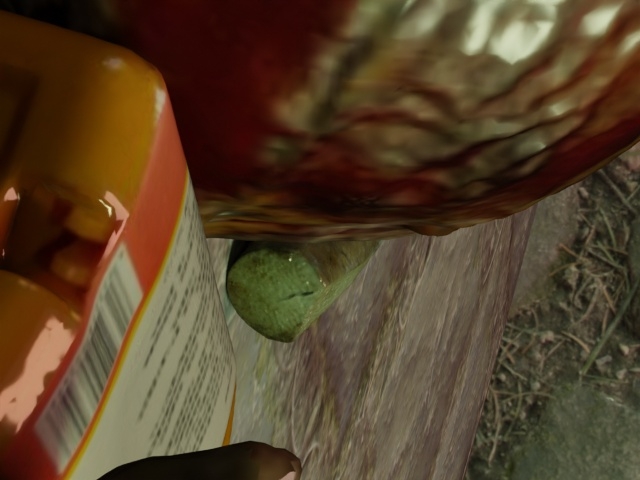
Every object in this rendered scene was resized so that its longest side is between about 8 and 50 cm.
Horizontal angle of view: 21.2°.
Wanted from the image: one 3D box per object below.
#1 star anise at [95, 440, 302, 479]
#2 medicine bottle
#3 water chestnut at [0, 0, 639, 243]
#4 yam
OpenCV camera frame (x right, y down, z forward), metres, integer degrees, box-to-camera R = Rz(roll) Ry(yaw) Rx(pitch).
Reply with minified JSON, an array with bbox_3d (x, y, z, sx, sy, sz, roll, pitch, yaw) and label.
[{"bbox_3d":[-0.119,0.150,0.311,0.315,0.108,0.315,-29,145,-23],"label":"star anise"},{"bbox_3d":[-0.104,0.042,0.433,0.222,0.149,0.112,82,25,-57],"label":"medicine bottle"},{"bbox_3d":[0.005,-0.165,0.486,0.350,0.302,0.350,-49,-173,8],"label":"water chestnut"},{"bbox_3d":[0.000,0.000,1.053,0.169,0.068,0.068,-56,155,-61],"label":"yam"}]
